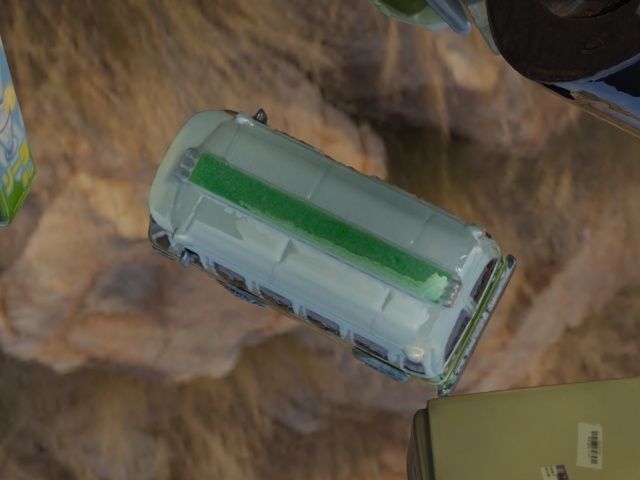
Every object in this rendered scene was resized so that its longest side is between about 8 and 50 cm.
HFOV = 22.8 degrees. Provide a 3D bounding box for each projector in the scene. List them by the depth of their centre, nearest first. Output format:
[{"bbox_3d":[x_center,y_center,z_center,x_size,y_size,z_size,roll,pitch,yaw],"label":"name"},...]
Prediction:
[{"bbox_3d":[0.162,0.207,0.891,0.193,0.269,0.088,-5,140,-8],"label":"projector"}]

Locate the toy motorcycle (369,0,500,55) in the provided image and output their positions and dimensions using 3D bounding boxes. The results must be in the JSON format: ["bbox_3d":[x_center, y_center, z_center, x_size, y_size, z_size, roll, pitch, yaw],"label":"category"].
[{"bbox_3d":[0.151,-0.253,1.208,0.237,0.169,0.410,-31,-169,-3],"label":"toy motorcycle"}]

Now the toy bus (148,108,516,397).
[{"bbox_3d":[0.000,0.000,1.214,0.276,0.133,0.165,26,173,12],"label":"toy bus"}]

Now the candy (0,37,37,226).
[{"bbox_3d":[-0.234,-0.101,0.906,0.097,0.062,0.194,2,126,15],"label":"candy"}]

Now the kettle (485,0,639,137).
[{"bbox_3d":[0.272,-0.110,0.905,0.290,0.268,0.207,26,115,-33],"label":"kettle"}]
